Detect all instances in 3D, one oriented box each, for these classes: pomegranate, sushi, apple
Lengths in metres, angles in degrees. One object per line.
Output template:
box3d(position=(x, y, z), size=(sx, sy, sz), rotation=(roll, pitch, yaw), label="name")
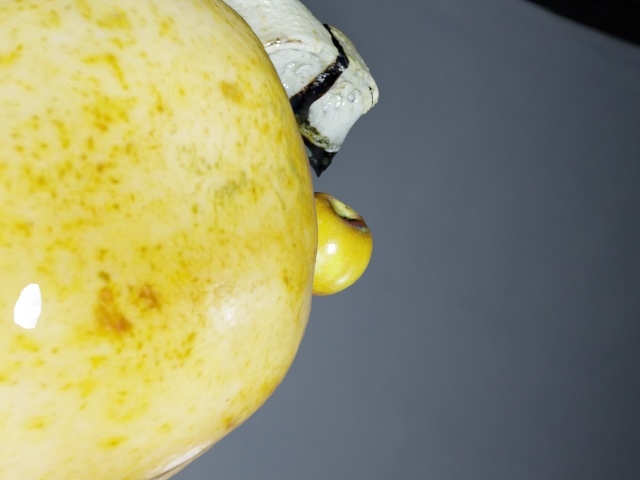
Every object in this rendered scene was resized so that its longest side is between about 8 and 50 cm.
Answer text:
box3d(position=(-0.181, -0.017, 0.614), size=(0.416, 0.417, 0.416), rotation=(-52, 159, -30), label="pomegranate")
box3d(position=(-0.017, -0.205, 0.969), size=(0.109, 0.134, 0.273), rotation=(-23, 143, 11), label="sushi")
box3d(position=(0.005, 0.003, 1.383), size=(0.147, 0.146, 0.163), rotation=(-46, -150, 35), label="apple")
